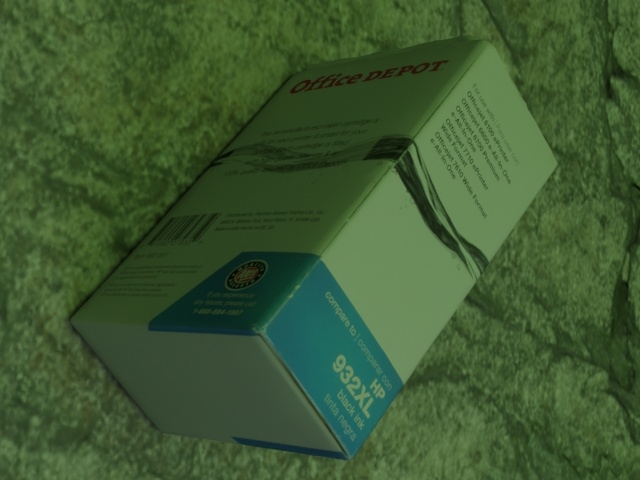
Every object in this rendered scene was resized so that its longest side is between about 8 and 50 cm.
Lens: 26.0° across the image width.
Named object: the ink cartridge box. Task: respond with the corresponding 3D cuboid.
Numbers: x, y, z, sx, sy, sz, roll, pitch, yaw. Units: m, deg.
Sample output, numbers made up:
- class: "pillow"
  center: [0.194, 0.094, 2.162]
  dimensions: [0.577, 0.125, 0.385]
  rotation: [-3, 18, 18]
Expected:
- class: "ink cartridge box"
  center: [0.000, 0.000, 1.036]
  dimensions: [0.307, 0.223, 0.129]
  rotation: [-51, 120, -31]
